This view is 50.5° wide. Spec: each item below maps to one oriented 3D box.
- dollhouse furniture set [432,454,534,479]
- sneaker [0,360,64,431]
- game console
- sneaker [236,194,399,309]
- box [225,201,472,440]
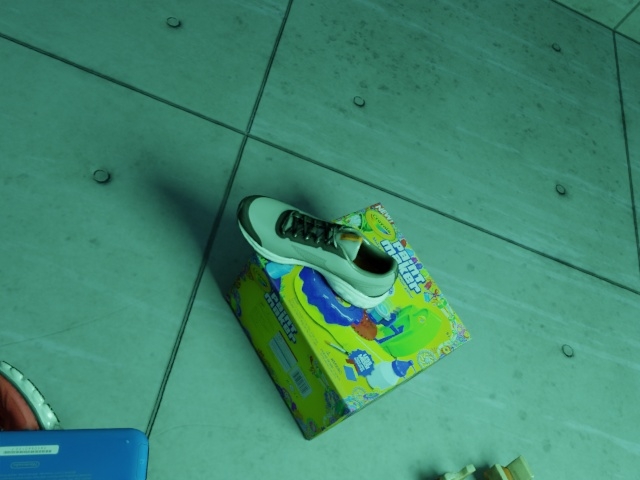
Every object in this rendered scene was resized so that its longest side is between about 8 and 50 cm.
[{"bbox_3d":[0.248,0.501,1.082,0.262,0.135,0.259,-6,52,-28],"label":"dollhouse furniture set"},{"bbox_3d":[-0.406,0.276,0.911,0.118,0.107,0.279,-34,78,-31],"label":"sneaker"},{"bbox_3d":[-0.364,0.385,0.833,0.293,0.173,0.250,1,42,-9],"label":"game console"},{"bbox_3d":[0.000,0.000,1.040,0.272,0.108,0.100,28,54,-5],"label":"sneaker"},{"bbox_3d":[0.043,0.130,1.160,0.279,0.177,0.290,-23,72,-35],"label":"box"}]
